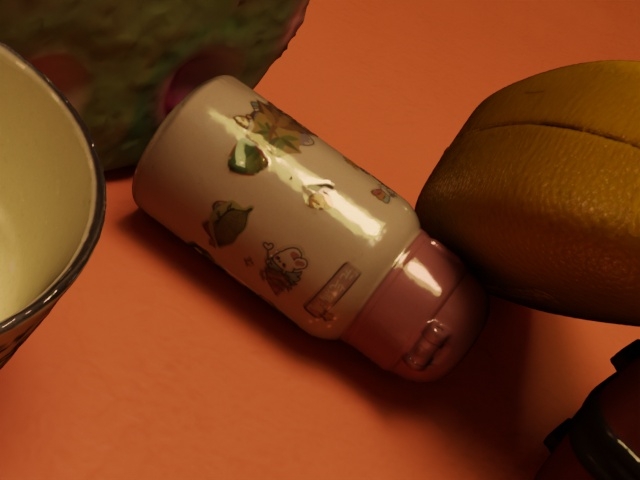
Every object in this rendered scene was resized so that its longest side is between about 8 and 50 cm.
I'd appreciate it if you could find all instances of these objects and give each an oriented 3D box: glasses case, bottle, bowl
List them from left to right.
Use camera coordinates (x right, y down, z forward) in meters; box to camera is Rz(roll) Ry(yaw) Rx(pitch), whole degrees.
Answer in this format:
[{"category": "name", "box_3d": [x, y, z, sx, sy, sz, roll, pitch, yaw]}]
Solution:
[{"category": "bowl", "box_3d": [-0.232, -0.003, 0.454, 0.238, 0.126, 0.237, 15, 45, -16]}, {"category": "bottle", "box_3d": [0.000, 0.000, 0.666, 0.253, 0.120, 0.120, 37, 33, 7]}, {"category": "glasses case", "box_3d": [0.172, -0.020, 0.677, 0.173, 0.141, 0.371, 35, -6, -8]}]

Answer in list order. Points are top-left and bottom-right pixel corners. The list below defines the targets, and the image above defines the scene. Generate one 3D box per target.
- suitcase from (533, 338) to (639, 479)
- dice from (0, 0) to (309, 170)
[{"category": "suitcase", "box_3d": [0.306, 0.160, 0.651, 0.236, 0.161, 0.297, 45, 35, 23]}, {"category": "dice", "box_3d": [-0.193, -0.255, 0.667, 0.330, 0.322, 0.318, -16, 54, -47]}]
